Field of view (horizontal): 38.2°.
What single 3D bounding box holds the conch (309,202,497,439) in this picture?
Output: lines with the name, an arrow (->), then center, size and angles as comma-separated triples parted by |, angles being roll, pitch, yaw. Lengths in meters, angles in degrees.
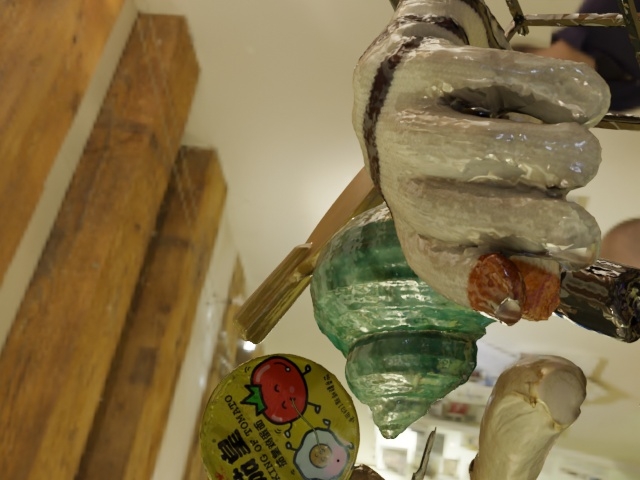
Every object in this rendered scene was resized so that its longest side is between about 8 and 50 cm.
conch -> 0.074, 0.063, 0.804 | 0.196, 0.134, 0.202 | -4, 97, 57

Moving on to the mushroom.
mushroom -> 0.246, 0.233, 1.117 | 0.351, 0.094, 0.123 | 92, -179, -56

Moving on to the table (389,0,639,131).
table -> 0.300, -0.304, 1.173 | 0.222, 0.335, 0.272 | -51, -50, -23

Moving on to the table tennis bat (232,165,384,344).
table tennis bat -> 0.000, 0.000, 1.154 | 0.321, 0.050, 0.198 | -51, 10, 8

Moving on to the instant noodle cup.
instant noodle cup -> -0.059, 0.225, 1.084 | 0.144, 0.182, 0.182 | 150, 127, -74

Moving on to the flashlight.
flashlight -> 0.209, 0.031, 1.111 | 0.103, 0.424, 0.103 | -11, -70, -34

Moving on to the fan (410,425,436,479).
fan -> 0.170, 0.394, 1.574 | 0.226, 0.008, 0.153 | 38, -112, -75

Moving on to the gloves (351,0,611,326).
gloves -> 0.078, -0.046, 0.508 | 0.219, 0.131, 0.140 | -77, -8, -45

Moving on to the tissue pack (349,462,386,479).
tissue pack -> 0.044, 0.434, 1.147 | 0.192, 0.134, 0.271 | -37, -45, -25
